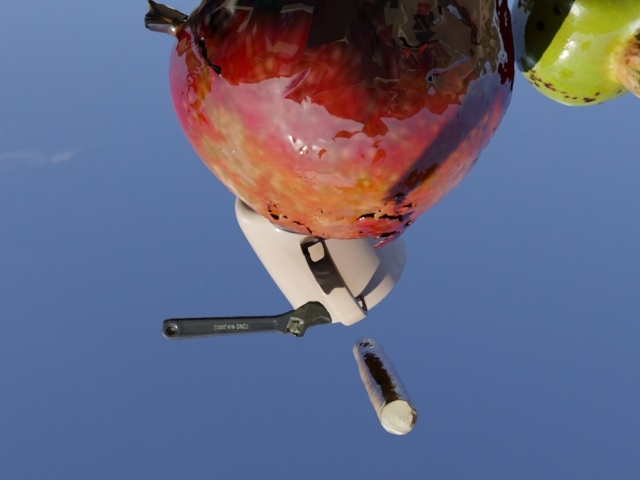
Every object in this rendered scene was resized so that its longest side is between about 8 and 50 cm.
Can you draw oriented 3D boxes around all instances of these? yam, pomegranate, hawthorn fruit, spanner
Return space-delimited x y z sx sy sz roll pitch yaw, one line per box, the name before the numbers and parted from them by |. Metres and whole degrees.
yam | 0.074 0.170 1.047 0.046 0.046 0.264 -5 -169 -4
pomegranate | 0.270 -0.197 0.810 0.159 0.159 0.205 -18 -135 -20
hawthorn fruit | 0.024 -0.149 0.722 0.315 0.316 0.316 -2 -144 1
spanner | -0.088 0.100 1.030 0.208 0.046 0.012 -2 -171 -10

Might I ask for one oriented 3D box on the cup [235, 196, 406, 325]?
cup | 0.000 0.000 1.174 0.191 0.200 0.253 -27 -143 10
